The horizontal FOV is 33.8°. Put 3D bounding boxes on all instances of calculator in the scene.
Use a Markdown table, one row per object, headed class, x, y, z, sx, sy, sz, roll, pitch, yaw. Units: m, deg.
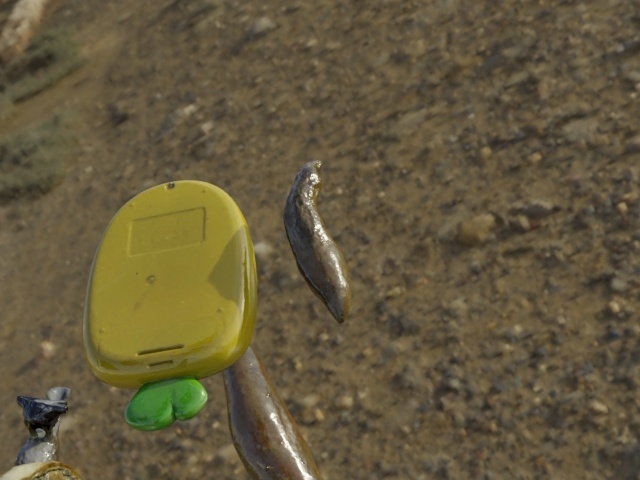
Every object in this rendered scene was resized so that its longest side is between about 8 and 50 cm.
| class | x | y | z | sx | sy | sz | roll | pitch | yaw |
| --- | --- | --- | --- | --- | --- | --- | --- | --- | --- |
| calculator | -0.123 | 0.045 | 0.857 | 0.146 | 0.032 | 0.235 | -11 | 52 | 8 |

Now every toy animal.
| class | x | y | z | sx | sy | sz | roll | pitch | yaw |
| --- | --- | --- | --- | --- | --- | --- | --- | --- | --- |
| toy animal | -0.346 | 0.272 | 1.301 | 0.070 | 0.105 | 0.202 | 3 | 70 | -1 |

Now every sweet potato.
| class | x | y | z | sx | sy | sz | roll | pitch | yaw |
| --- | --- | --- | --- | --- | --- | --- | --- | --- | --- |
| sweet potato | -0.005 | -0.002 | 0.830 | 0.038 | 0.041 | 0.153 | -39 | 51 | 38 |
| sweet potato | -0.065 | 0.201 | 1.129 | 0.077 | 0.077 | 0.243 | -31 | 64 | -3 |

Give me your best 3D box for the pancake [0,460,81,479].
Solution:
| class | x | y | z | sx | sy | sz | roll | pitch | yaw |
| --- | --- | --- | --- | --- | --- | --- | --- | --- | --- |
| pancake | -0.161 | 0.200 | 0.575 | 0.028 | 0.158 | 0.158 | -4 | 32 | 22 |
